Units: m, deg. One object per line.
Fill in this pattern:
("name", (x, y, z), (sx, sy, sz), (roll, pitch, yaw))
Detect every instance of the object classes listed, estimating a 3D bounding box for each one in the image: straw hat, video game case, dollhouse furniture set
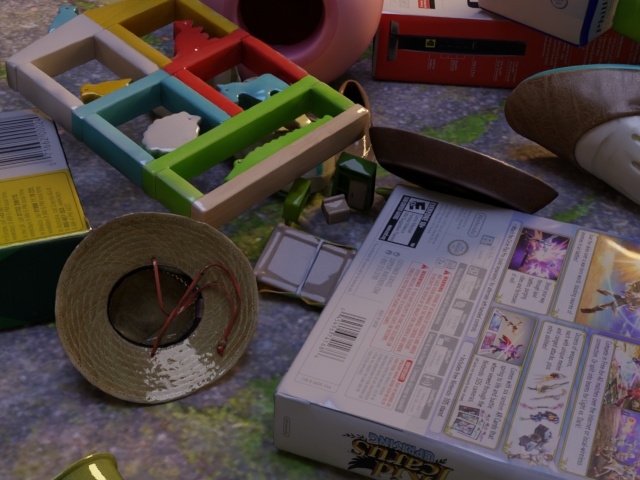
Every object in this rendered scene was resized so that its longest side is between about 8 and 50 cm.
("straw hat", (-0.122, 0.049, 0.763), (0.145, 0.144, 0.061), (-12, 1, -19))
("video game case", (0.129, 0.076, 0.751), (0.244, 0.061, 0.269), (14, 38, 16))
("dollhouse furniture set", (0.000, 0.000, 0.875), (0.076, 0.058, 0.151), (20, 58, 9))

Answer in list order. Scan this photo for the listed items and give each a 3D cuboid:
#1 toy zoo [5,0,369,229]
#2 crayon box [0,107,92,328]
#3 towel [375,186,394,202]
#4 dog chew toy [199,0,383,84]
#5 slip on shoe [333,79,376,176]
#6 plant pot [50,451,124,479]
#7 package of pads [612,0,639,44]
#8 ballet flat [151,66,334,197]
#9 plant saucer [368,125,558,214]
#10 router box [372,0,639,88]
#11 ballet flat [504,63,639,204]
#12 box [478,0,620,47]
("toy zoo", (-0.130, -0.133, 0.901), (0.293, 0.030, 0.192), (37, 51, 26))
("crayon box", (-0.349, -0.005, 0.806), (0.319, 0.081, 0.202), (-10, 39, -18))
("towel", (0.090, -0.028, 0.901), (0.083, 0.009, 0.060), (16, -5, 14))
("dog chew toy", (-0.040, -0.289, 1.123), (0.207, 0.206, 0.332), (2, 29, -2))
("slip on shoe", (0.030, -0.106, 1.001), (0.051, 0.041, 0.135), (5, 37, 3))
("plant pot", (-0.122, 0.177, 0.592), (0.079, 0.083, 0.083), (38, 48, 22))
("package of pads", (0.440, -0.190, 0.941), (0.229, 0.101, 0.296), (0, 25, -17))
("ballet flat", (-0.079, -0.126, 0.987), (0.248, 0.086, 0.086), (32, 46, 33))
("plant saucer", (0.116, -0.054, 0.886), (0.168, 0.029, 0.168), (19, -1, 0))
("router box", (0.214, -0.292, 1.230), (0.301, 0.082, 0.335), (4, 37, 1))
("ballet flat", (0.343, -0.083, 0.960), (0.343, 0.116, 0.124), (6, 54, -3))
("box", (0.251, -0.270, 1.075), (0.126, 0.072, 0.137), (30, 45, 29))
